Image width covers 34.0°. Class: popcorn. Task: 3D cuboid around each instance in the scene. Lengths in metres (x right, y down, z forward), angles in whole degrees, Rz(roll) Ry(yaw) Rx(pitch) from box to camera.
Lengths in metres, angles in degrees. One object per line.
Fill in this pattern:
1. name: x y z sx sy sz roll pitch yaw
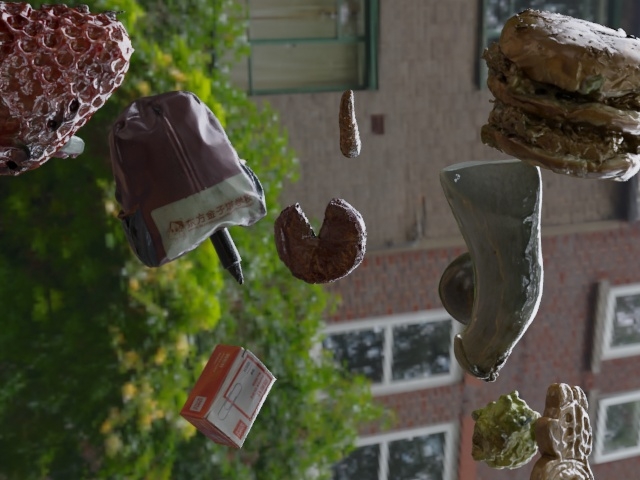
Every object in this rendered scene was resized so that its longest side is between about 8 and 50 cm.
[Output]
1. popcorn: 0.403 0.410 2.259 0.142 0.173 0.174 -108 -162 -72

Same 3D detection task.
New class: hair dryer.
1. hair dryer: -0.268 -0.051 2.760 0.189 0.107 0.352 -28 -92 42

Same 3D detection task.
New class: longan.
1. longan: 0.436 0.126 2.717 0.246 0.246 0.215 40 -27 62

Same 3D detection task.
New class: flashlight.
1. flashlight: -0.473 -0.183 1.869 0.200 0.093 0.047 149 -50 -78

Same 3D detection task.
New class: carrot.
1. carrot: 0.057 -0.242 2.182 0.191 0.047 0.047 80 -9 -53

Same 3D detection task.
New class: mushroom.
1. mushroom: 0.305 0.053 1.827 0.126 0.177 0.397 -128 -151 -74

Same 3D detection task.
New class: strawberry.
1. strawberry: -0.400 -0.192 1.458 0.150 0.280 0.253 59 -40 35

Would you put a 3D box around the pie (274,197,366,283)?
1. pie: 0.000 0.000 2.437 0.054 0.218 0.204 -39 108 -78

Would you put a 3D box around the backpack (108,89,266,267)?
1. backpack: -0.287 -0.134 2.065 0.317 0.283 0.197 66 -23 -7

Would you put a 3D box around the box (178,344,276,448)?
1. box: -0.189 0.326 2.201 0.099 0.182 0.133 2 -38 43

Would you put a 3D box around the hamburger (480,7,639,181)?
1. hamburger: 0.329 -0.196 1.434 0.260 0.245 0.211 27 -68 34

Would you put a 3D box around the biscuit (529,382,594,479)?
1. biscuit: 0.409 0.382 1.743 0.044 0.202 0.289 -2 -108 39
